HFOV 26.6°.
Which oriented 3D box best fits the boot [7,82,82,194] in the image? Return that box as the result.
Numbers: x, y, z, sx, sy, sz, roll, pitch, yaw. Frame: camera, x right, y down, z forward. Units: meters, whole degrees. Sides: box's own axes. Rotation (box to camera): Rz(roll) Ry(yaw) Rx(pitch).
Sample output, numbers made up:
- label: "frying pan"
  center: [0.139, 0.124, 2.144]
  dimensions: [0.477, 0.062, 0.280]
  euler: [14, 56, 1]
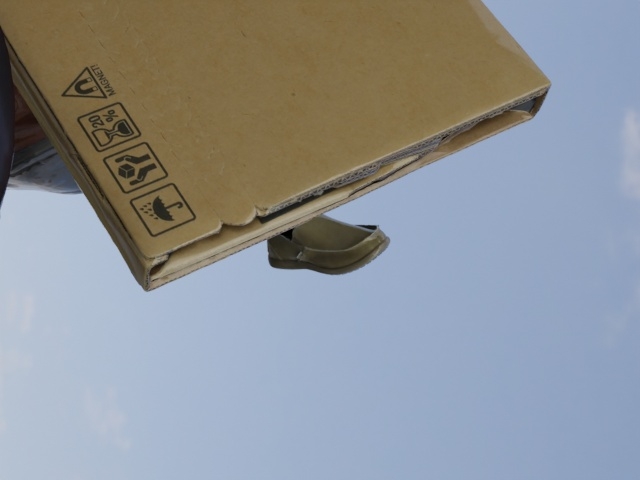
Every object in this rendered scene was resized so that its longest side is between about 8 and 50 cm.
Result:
- label: "boot"
  center: [-0.279, -0.167, 1.257]
  dimensions: [0.264, 0.096, 0.280]
  euler: [-23, -117, 29]

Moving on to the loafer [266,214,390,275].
- label: "loafer"
  center: [0.000, 0.000, 1.300]
  dimensions: [0.148, 0.056, 0.050]
  euler: [-5, -61, 39]

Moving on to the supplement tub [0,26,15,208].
- label: "supplement tub"
  center: [-0.192, -0.036, 0.367]
  dimensions: [0.106, 0.198, 0.106]
  euler: [6, 90, -75]

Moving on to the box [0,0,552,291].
- label: "box"
  center: [-0.038, -0.093, 0.494]
  dimensions: [0.201, 0.164, 0.021]
  euler: [55, -24, 25]
